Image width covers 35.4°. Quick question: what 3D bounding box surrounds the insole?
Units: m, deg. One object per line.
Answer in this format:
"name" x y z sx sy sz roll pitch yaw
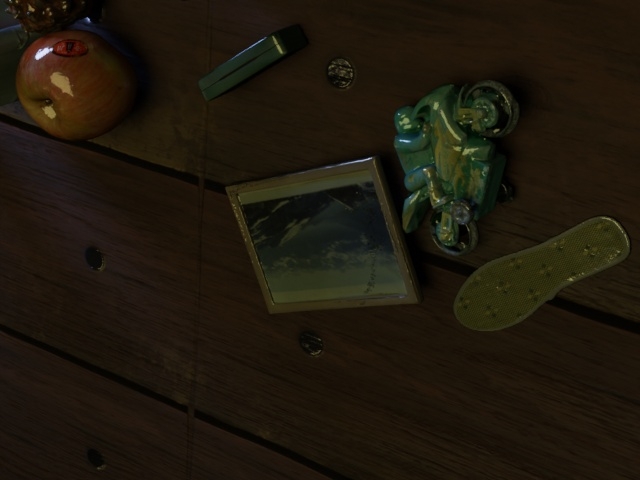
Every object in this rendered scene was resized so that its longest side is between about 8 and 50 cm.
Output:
"insole" 0.326 0.055 1.523 0.322 0.007 0.109 -32 93 38

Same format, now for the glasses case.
"glasses case" -0.110 -0.282 1.598 0.184 0.078 0.039 -24 97 37

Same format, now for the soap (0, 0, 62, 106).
"soap" -0.630 -0.306 1.739 0.115 0.347 0.208 45 127 6

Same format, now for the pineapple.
"pineapple" -0.499 -0.531 1.673 0.175 0.175 0.361 -14 102 35

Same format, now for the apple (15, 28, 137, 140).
"apple" -0.419 -0.272 1.729 0.209 0.164 0.209 25 148 17

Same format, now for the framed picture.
"framed picture" 0.000 0.000 1.661 0.335 0.022 0.247 -7 107 41

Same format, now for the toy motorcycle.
"toy motorcycle" 0.182 -0.116 1.474 0.198 0.109 0.297 29 130 31
